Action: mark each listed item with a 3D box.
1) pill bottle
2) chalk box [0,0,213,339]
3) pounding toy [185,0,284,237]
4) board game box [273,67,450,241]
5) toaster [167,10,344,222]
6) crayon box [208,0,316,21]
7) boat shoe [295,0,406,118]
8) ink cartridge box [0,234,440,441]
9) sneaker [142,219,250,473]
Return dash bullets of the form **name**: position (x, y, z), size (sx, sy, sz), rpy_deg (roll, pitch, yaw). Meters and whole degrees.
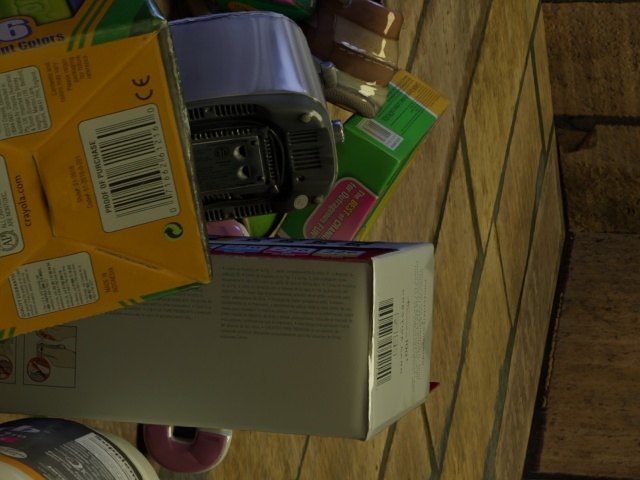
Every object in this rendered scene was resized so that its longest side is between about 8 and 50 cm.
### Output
- **pill bottle**: position (-0.193, 0.200, 1.285), size (0.278, 0.162, 0.162), rpy_deg (-11, 103, -81)
- **chalk box**: position (-0.192, -0.092, 1.219), size (0.289, 0.179, 0.180), rpy_deg (-121, -161, -58)
- **pounding toy**: position (-0.045, -0.117, 1.862), size (0.183, 0.110, 0.237), rpy_deg (-110, -174, -50)
- **board game box**: position (0.000, 0.000, 1.960), size (0.316, 0.064, 0.242), rpy_deg (-58, 176, 23)
- **toaster**: position (-0.096, -0.101, 1.651), size (0.146, 0.227, 0.129), rpy_deg (-97, 177, -48)
- **crayon box**: position (-0.067, -0.351, 1.797), size (0.165, 0.081, 0.278), rpy_deg (29, 61, -45)
- **boat shoe**: position (0.006, -0.227, 1.896), size (0.116, 0.123, 0.324), rpy_deg (-63, -149, 17)
- **ink cartridge box**: position (-0.079, 0.060, 1.501), size (0.272, 0.309, 0.130), rpy_deg (-11, 103, -75)
- **sneaker**: position (-0.109, 0.093, 1.838), size (0.104, 0.095, 0.236), rpy_deg (1, 97, -82)
